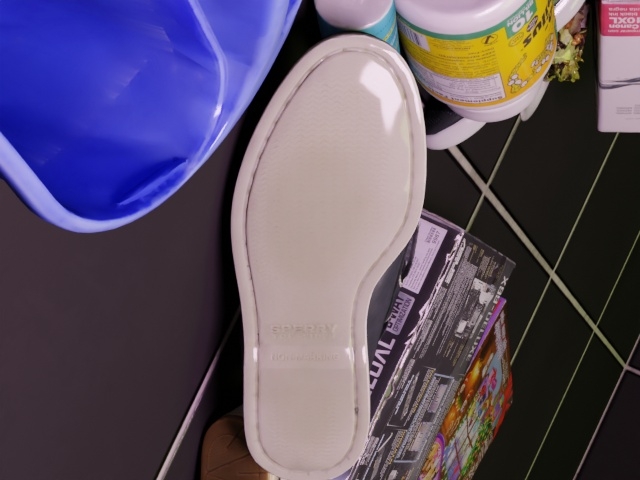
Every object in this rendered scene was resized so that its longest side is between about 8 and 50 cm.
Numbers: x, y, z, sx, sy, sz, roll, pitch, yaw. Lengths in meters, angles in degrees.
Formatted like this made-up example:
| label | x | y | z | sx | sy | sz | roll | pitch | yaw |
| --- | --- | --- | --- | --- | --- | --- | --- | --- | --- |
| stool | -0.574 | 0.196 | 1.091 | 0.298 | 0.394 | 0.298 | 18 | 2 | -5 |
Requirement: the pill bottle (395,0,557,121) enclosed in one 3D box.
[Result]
| label | x | y | z | sx | sy | sz | roll | pitch | yaw |
| --- | --- | --- | --- | --- | --- | --- | --- | --- | --- |
| pill bottle | 0.115 | -0.167 | 1.242 | 0.117 | 0.117 | 0.208 | -62 | 161 | -12 |

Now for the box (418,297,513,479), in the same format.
| label | x | y | z | sx | sy | sz | roll | pitch | yaw |
| --- | --- | --- | --- | --- | --- | --- | --- | --- | --- |
| box | 0.141 | 0.195 | 1.839 | 0.201 | 0.057 | 0.293 | -58 | 160 | -19 |

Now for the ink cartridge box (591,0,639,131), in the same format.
| label | x | y | z | sx | sy | sz | roll | pitch | yaw |
| --- | --- | --- | --- | --- | --- | --- | --- | --- | --- |
| ink cartridge box | 0.316 | -0.235 | 1.635 | 0.237 | 0.100 | 0.172 | 74 | 17 | -62 |

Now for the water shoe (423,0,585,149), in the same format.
| label | x | y | z | sx | sy | sz | roll | pitch | yaw |
| --- | --- | --- | --- | --- | --- | --- | --- | --- | --- |
| water shoe | 0.135 | -0.170 | 1.393 | 0.203 | 0.080 | 0.073 | -51 | -155 | 5 |

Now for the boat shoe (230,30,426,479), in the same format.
| label | x | y | z | sx | sy | sz | roll | pitch | yaw |
| --- | --- | --- | --- | --- | --- | --- | --- | --- | --- |
| boat shoe | 0.004 | 0.001 | 1.165 | 0.113 | 0.127 | 0.340 | -89 | 180 | -61 |

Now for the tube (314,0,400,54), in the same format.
| label | x | y | z | sx | sy | sz | roll | pitch | yaw |
| --- | --- | --- | --- | --- | --- | --- | --- | --- | --- |
| tube | 0.031 | -0.127 | 1.184 | 0.080 | 0.052 | 0.207 | -50 | 164 | -11 |

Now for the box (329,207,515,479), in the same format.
| label | x | y | z | sx | sy | sz | roll | pitch | yaw |
| --- | --- | --- | --- | --- | --- | --- | --- | --- | --- |
| box | 0.064 | 0.128 | 1.524 | 0.307 | 0.076 | 0.242 | -66 | 161 | 1 |

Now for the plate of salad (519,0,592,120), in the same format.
| label | x | y | z | sx | sy | sz | roll | pitch | yaw |
| --- | --- | --- | --- | --- | --- | --- | --- | --- | --- |
| plate of salad | 0.232 | -0.206 | 1.590 | 0.200 | 0.048 | 0.200 | 20 | 90 | -76 |

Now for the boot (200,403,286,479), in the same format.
| label | x | y | z | sx | sy | sz | roll | pitch | yaw |
| --- | --- | --- | --- | --- | --- | --- | --- | --- | --- |
| boot | -0.036 | 0.199 | 1.339 | 0.165 | 0.077 | 0.213 | -40 | 143 | -54 |

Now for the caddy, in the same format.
| label | x | y | z | sx | sy | sz | roll | pitch | yaw |
| --- | --- | --- | --- | --- | --- | --- | --- | --- | --- |
| caddy | -0.091 | -0.146 | 0.621 | 0.241 | 0.179 | 0.341 | -62 | 161 | -14 |
